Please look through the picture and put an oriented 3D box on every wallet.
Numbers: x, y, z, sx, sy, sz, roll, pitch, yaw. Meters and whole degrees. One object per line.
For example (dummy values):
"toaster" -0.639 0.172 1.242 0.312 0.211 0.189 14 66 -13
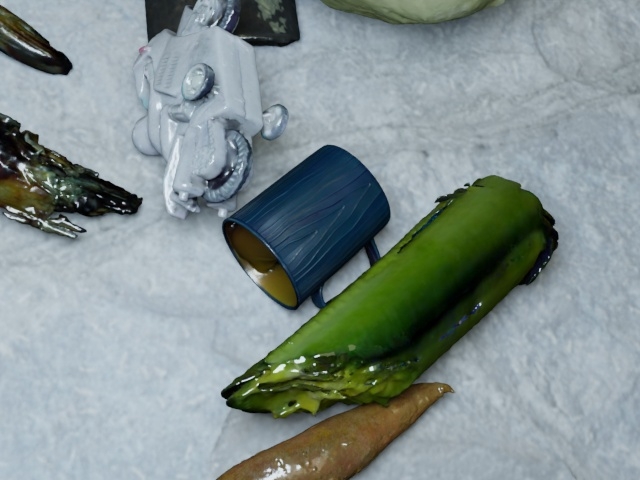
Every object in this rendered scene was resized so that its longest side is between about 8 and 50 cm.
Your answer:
"wallet" -0.122 -0.366 1.234 0.170 0.044 0.321 -3 73 -12

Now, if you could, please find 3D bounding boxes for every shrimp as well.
"shrimp" -0.336 -0.148 1.111 0.364 0.071 0.233 25 58 -9

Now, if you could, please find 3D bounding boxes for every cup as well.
"cup" -0.007 -0.006 1.109 0.138 0.150 0.113 -40 47 -20

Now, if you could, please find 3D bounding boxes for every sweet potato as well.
"sweet potato" -0.003 0.216 1.047 0.314 0.066 0.072 -21 83 -18

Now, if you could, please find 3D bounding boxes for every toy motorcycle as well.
"toy motorcycle" -0.131 -0.135 1.104 0.110 0.171 0.260 21 51 -41

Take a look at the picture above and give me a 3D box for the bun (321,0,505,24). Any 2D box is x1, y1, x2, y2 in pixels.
"bun" 0.063 -0.367 1.173 0.364 0.202 0.364 16 52 -21

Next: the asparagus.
"asparagus" 0.078 0.075 1.065 0.382 0.108 0.128 -38 101 -25
